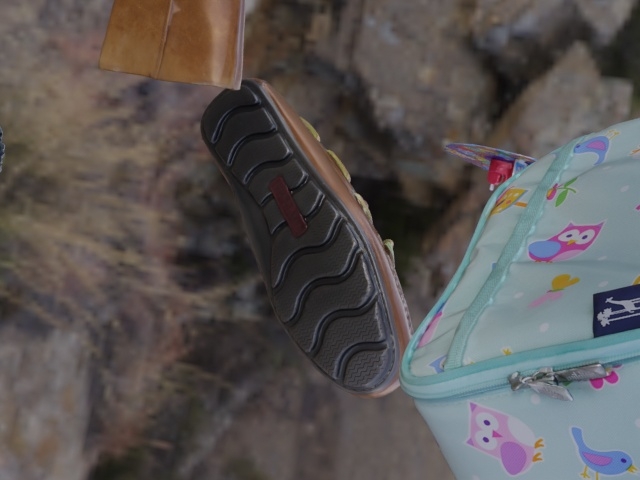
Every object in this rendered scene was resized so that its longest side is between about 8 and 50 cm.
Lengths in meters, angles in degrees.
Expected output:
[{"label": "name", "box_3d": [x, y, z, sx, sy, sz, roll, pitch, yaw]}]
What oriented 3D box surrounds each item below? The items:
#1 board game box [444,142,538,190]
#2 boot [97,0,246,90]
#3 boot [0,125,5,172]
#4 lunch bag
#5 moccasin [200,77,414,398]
[{"label": "board game box", "box_3d": [0.195, -0.052, 1.735, 0.168, 0.133, 0.033, 22, 83, -36]}, {"label": "boot", "box_3d": [-0.172, -0.300, 1.719, 0.096, 0.264, 0.280, -36, 140, -70]}, {"label": "boot", "box_3d": [-0.409, 0.020, 1.813, 0.131, 0.260, 0.348, -11, 95, -35]}, {"label": "lunch bag", "box_3d": [0.170, 0.026, 0.975, 0.108, 0.224, 0.279, 64, 35, -20]}, {"label": "moccasin", "box_3d": [-0.002, 0.002, 1.853, 0.139, 0.380, 0.147, -44, 145, 14]}]
